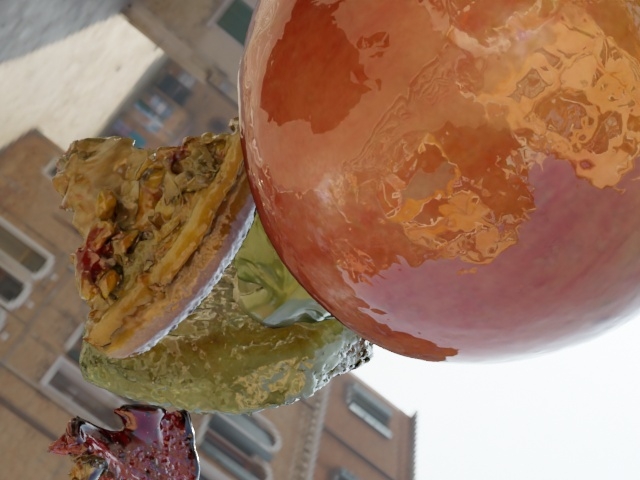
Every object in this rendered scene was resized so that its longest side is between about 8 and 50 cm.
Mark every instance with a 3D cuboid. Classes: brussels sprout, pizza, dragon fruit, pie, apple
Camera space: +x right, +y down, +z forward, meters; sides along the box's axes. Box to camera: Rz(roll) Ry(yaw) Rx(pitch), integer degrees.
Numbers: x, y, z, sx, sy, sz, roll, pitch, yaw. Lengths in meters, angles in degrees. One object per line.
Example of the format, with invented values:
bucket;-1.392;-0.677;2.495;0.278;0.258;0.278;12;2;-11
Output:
brussels sprout;0.000;0.000;1.265;0.244;0.244;0.244;-49;-170;12
pizza;-0.163;-0.049;1.033;0.251;0.074;0.287;-35;-126;11
dragon fruit;-0.208;0.242;1.142;0.122;0.192;0.092;-52;-133;-1
pie;-0.119;0.150;1.505;0.395;0.180;0.418;8;-162;32
apple;0.133;-0.100;0.697;0.364;0.364;0.364;-49;-170;12
